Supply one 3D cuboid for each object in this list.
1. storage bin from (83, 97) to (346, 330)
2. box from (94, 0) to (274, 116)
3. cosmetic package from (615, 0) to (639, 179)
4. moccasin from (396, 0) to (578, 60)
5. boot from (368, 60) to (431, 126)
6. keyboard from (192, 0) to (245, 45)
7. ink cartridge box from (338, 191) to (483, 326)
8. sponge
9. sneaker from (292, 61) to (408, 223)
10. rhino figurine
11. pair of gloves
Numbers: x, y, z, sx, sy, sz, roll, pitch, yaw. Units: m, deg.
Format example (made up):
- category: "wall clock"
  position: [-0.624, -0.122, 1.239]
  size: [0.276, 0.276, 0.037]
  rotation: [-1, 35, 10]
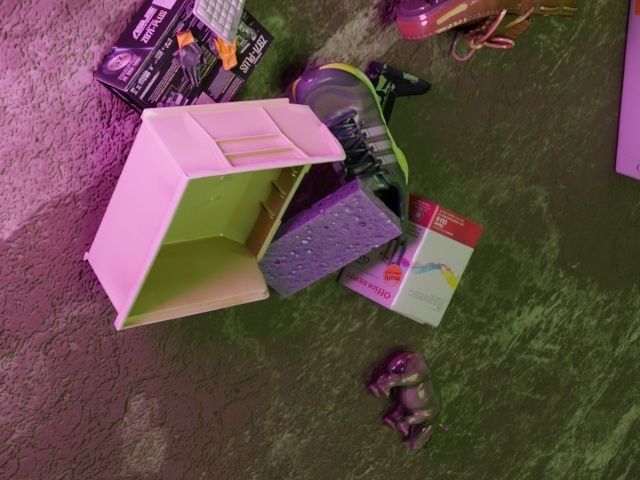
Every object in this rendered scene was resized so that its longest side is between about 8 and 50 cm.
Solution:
- category: "storage bin"
  position: [-0.132, -0.037, 1.517]
  size: [0.260, 0.123, 0.262]
  rotation: [-10, 142, -40]
- category: "box"
  position: [-0.167, -0.229, 1.498]
  size: [0.147, 0.077, 0.180]
  rotation: [38, 82, -45]
- category: "cosmetic package"
  position: [0.678, -0.318, 2.139]
  size: [0.161, 0.230, 0.453]
  rotation: [-22, 122, -34]
- category: "moccasin"
  position: [0.262, -0.348, 1.815]
  size: [0.380, 0.139, 0.147]
  rotation: [-25, 116, -44]
- category: "boot"
  position: [0.103, -0.205, 1.785]
  size: [0.121, 0.045, 0.099]
  rotation: [14, 97, -38]
- category: "keyboard"
  position: [-0.102, -0.360, 1.467]
  size: [0.072, 0.014, 0.256]
  rotation: [43, 51, -48]
- category: "ink cartridge box"
  position: [0.139, 0.024, 1.865]
  size: [0.127, 0.128, 0.176]
  rotation: [22, 93, -46]
- category: "sponge"
  position: [0.000, 0.000, 1.711]
  size: [0.210, 0.031, 0.117]
  rotation: [-29, 136, 20]
- category: "sneaker"
  position: [0.057, -0.130, 1.698]
  size: [0.111, 0.121, 0.300]
  rotation: [-26, 134, 13]
- category: "rhino figurine"
  position: [0.163, 0.283, 2.050]
  size: [0.106, 0.073, 0.243]
  rotation: [-41, 133, -18]
- category: "pair of gloves"
  position: [-0.136, -0.231, 1.461]
  size: [0.083, 0.010, 0.074]
  rotation: [-31, 129, -28]
